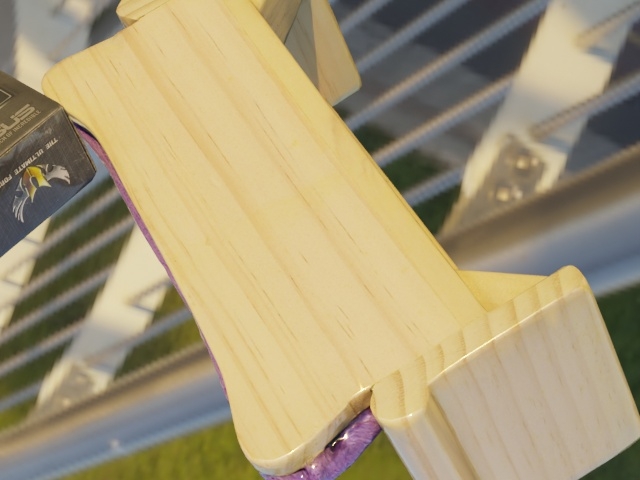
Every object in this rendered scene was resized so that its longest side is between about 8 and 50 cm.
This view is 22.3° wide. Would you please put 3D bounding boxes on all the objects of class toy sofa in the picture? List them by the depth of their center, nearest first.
[{"bbox_3d":[0.000,0.000,0.887,0.177,0.362,0.150,-33,139,-3],"label":"toy sofa"}]

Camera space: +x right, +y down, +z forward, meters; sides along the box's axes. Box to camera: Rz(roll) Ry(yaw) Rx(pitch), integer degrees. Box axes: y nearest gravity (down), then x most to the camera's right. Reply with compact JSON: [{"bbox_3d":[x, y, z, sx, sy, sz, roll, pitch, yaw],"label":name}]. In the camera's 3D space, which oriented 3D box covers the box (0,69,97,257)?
[{"bbox_3d":[-0.263,-0.014,0.868,0.183,0.232,0.059,29,152,38],"label":"box"}]
